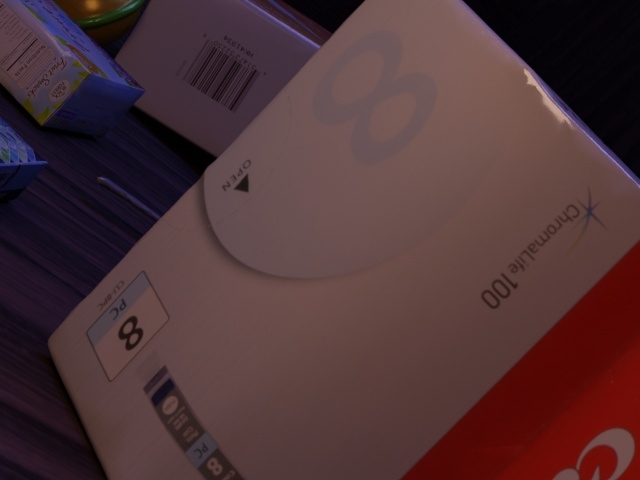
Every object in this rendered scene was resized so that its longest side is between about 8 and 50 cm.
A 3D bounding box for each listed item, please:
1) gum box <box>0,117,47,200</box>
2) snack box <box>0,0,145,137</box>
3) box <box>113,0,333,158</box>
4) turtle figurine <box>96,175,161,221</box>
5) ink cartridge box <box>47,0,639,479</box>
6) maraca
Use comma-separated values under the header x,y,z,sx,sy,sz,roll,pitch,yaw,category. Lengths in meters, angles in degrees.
x,y,z,sx,sy,sz,roll,pitch,yaw,category
-0.276,-0.100,1.208,0.184,0.041,0.157,45,7,3,gum box
-0.269,-0.187,1.637,0.207,0.070,0.174,44,7,9,snack box
-0.108,-0.212,2.144,0.215,0.168,0.345,32,8,-7,box
0.000,0.000,1.546,0.275,0.198,0.266,49,4,10,turtle figurine
0.038,0.066,0.918,0.091,0.308,0.385,38,10,-38,ink cartridge box
-0.258,-0.263,1.978,0.185,0.127,0.099,39,-38,55,maraca
